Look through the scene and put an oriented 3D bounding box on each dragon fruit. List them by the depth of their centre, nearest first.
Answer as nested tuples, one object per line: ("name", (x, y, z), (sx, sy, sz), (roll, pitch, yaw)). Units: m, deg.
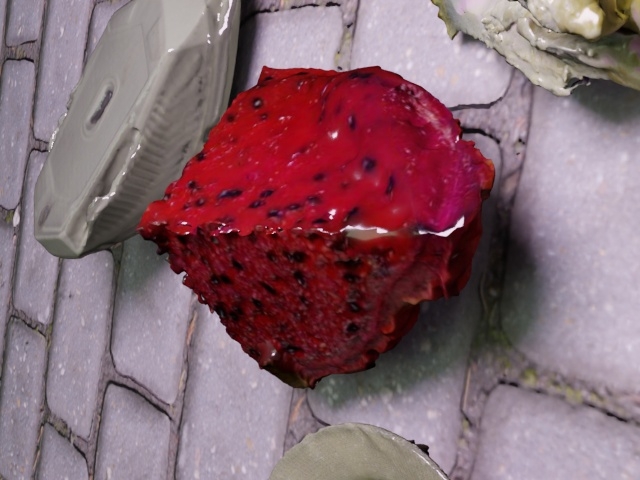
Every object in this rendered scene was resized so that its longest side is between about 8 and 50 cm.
("dragon fruit", (0.000, 0.000, 0.596), (0.330, 0.240, 0.302), (8, 111, 55))

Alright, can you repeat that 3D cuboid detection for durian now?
("durian", (0.157, -0.180, 0.476), (0.306, 0.172, 0.166), (48, 125, 46))

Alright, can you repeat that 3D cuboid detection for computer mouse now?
("computer mouse", (-0.213, -0.155, 0.923), (0.428, 0.146, 0.228), (-59, 39, 10))

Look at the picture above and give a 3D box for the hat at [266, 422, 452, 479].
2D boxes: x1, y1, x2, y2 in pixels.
("hat", (0.071, 0.263, 0.565), (0.257, 0.130, 0.257), (-7, 81, 47))
